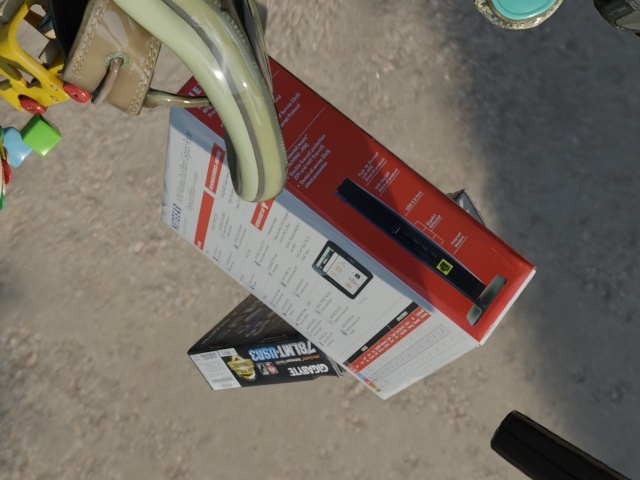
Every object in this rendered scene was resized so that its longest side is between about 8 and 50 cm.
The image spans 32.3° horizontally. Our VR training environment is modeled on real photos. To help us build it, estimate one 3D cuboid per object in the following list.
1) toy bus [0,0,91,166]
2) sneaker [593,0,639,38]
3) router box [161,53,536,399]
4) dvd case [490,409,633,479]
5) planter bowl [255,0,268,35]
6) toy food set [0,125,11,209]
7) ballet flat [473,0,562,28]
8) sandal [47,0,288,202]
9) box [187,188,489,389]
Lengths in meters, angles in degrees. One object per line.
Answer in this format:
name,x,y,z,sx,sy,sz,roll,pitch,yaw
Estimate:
toy bus,-0.255,-0.191,1.035,0.202,0.191,0.104,-40,121,17
sneaker,0.243,-0.194,0.733,0.106,0.267,0.101,-30,92,27
router box,0.000,0.000,0.990,0.301,0.335,0.082,39,72,2
dvd case,0.195,0.150,0.398,0.253,0.180,0.022,33,88,-19
planter bowl,-0.136,-0.291,1.290,0.109,0.162,0.162,2,107,16
toy food set,-0.305,-0.064,1.012,0.020,0.082,0.083,-6,75,-38
ballet flat,0.175,-0.490,1.328,0.164,0.182,0.483,-20,116,5
sandal,-0.084,-0.114,0.461,0.086,0.303,0.120,-17,61,10
box,0.017,0.063,1.358,0.295,0.293,0.073,-42,107,-33
